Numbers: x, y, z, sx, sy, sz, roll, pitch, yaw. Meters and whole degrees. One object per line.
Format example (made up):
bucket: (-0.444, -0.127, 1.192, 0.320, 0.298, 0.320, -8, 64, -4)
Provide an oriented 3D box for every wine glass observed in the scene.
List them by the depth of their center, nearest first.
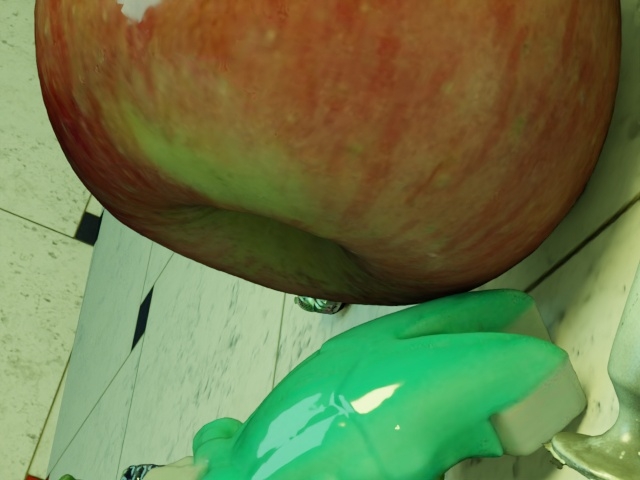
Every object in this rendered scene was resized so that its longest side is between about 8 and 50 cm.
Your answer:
wine glass: (0.151, 0.030, 0.521, 0.072, 0.072, 0.155, -135, 64, -72)

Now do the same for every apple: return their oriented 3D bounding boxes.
apple: (0.009, -0.119, 0.691, 0.345, 0.344, 0.270, 157, 130, -69)

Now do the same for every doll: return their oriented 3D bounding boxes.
doll: (0.018, 0.120, 0.686, 0.258, 0.153, 0.195, -10, 38, 25)

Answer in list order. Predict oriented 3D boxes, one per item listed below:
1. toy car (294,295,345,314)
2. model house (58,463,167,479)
toy car: (0.000, 0.000, 1.077, 0.142, 0.055, 0.069, -108, 29, -47)
model house: (-0.170, 0.303, 1.130, 0.211, 0.170, 0.194, 138, 147, -60)
